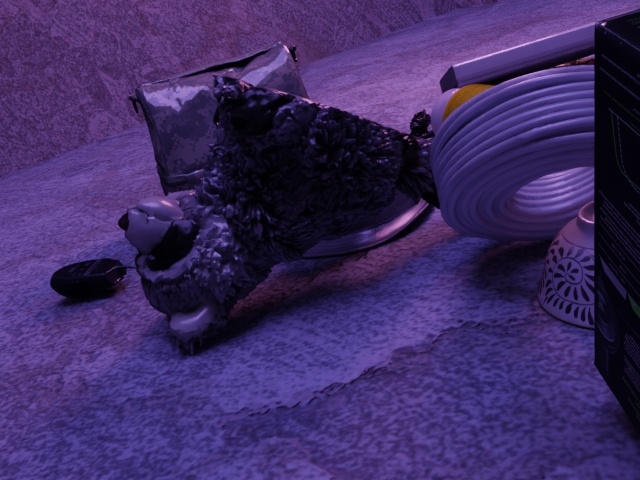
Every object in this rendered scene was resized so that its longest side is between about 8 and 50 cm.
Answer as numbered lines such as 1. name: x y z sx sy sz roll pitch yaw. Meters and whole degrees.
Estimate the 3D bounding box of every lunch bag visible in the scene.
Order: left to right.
1. lunch bag: -0.154 -0.191 1.237 0.305 0.256 0.212 -20 21 -12

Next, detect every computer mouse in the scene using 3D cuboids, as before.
1. computer mouse: -0.274 0.052 1.018 0.242 0.041 0.071 -6 20 8
2. computer mouse: 0.293 -0.263 1.382 0.262 0.060 0.184 -9 20 20

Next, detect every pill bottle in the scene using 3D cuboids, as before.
1. pill bottle: 0.265 -0.186 1.111 0.119 0.119 0.208 -21 21 -13

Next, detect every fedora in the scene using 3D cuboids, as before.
1. fedora: 0.037 -0.090 1.020 0.243 0.124 0.275 -4 23 31

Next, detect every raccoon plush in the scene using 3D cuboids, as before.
1. raccoon plush: 0.000 0.000 0.821 0.446 0.299 0.216 16 8 -5

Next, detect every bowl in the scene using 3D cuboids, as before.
1. bowl: 0.281 0.007 0.647 0.170 0.080 0.170 -14 21 5

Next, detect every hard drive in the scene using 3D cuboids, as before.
1. hard drive: 0.428 -0.369 1.416 0.353 0.047 0.233 -16 4 5

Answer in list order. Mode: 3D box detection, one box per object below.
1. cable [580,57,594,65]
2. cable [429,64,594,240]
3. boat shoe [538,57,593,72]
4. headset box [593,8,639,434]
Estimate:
1. cable: 0.606 -0.342 1.295 0.139 0.072 0.287 -22 9 -19
2. cable: 0.240 -0.074 0.705 0.257 0.089 0.257 4 -24 -15
3. boat shoe: 0.531 -0.390 1.557 0.153 0.048 0.056 1 26 38
4. headset box: 0.295 0.000 0.384 0.246 0.283 0.131 -16 35 1
